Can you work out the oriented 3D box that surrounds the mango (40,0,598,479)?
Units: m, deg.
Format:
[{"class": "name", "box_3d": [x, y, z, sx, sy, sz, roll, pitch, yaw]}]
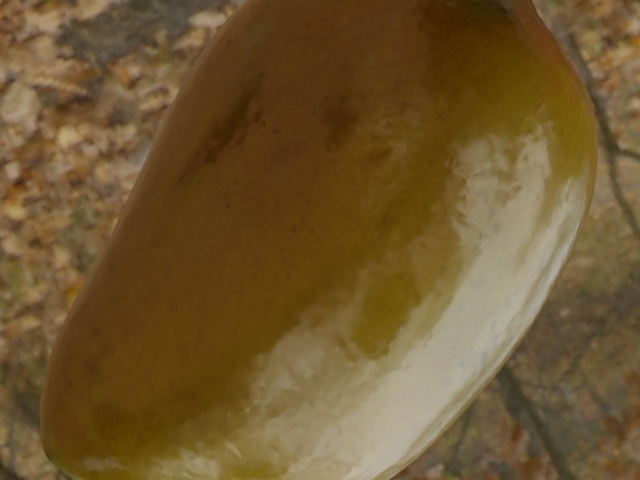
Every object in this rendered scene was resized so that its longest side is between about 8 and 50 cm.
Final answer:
[{"class": "mango", "box_3d": [0.000, 0.000, 0.689, 0.317, 0.211, 0.173, -53, 153, -5]}]
